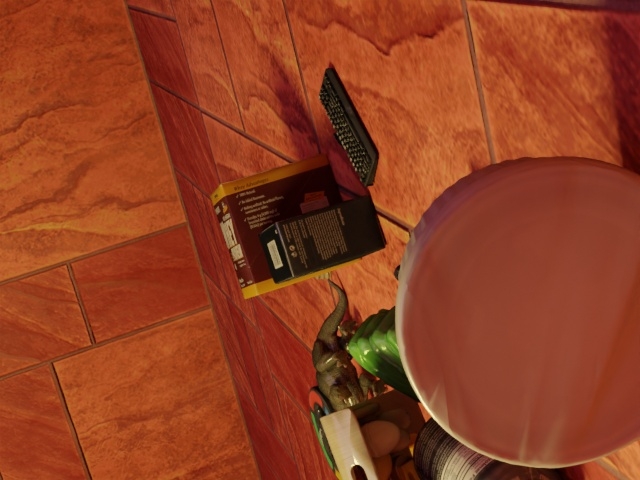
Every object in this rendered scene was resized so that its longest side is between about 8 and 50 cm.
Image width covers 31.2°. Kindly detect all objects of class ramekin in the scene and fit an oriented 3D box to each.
[{"bbox_3d":[0.191,0.050,0.999,0.127,0.273,0.272,-114,9,-74],"label":"ramekin"}]

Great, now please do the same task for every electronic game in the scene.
[{"bbox_3d":[0.024,0.425,2.487,0.229,0.048,0.229,161,90,-76],"label":"electronic game"}]

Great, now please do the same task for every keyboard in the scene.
[{"bbox_3d":[0.039,-0.165,1.745,0.108,0.023,0.180,98,151,-61],"label":"keyboard"}]

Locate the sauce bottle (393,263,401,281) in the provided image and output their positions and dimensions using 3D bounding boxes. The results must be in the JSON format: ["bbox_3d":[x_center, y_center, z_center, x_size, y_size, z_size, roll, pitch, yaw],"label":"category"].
[{"bbox_3d":[0.141,0.069,1.621,0.128,0.042,0.042,-136,30,-62],"label":"sauce bottle"}]

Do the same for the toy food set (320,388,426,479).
[{"bbox_3d":[0.113,0.321,1.600,0.219,0.092,0.306,69,-161,9],"label":"toy food set"}]

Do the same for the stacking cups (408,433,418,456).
[{"bbox_3d":[0.169,0.467,1.935,0.096,0.096,0.316,-148,38,-68],"label":"stacking cups"}]

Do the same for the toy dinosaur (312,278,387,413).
[{"bbox_3d":[0.031,0.233,2.084,0.313,0.121,0.160,66,152,5],"label":"toy dinosaur"}]

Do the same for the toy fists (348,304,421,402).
[{"bbox_3d":[0.126,0.150,1.585,0.142,0.096,0.279,31,167,-6],"label":"toy fists"}]

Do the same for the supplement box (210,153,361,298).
[{"bbox_3d":[-0.062,-0.023,1.956,0.129,0.191,0.194,155,97,-75],"label":"supplement box"}]

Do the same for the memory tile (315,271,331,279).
[{"bbox_3d":[-0.017,0.005,2.186,0.113,0.012,0.148,174,78,-75],"label":"memory tile"}]

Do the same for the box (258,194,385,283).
[{"bbox_3d":[0.000,0.000,1.819,0.156,0.158,0.093,155,97,-76],"label":"box"}]

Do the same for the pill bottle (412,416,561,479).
[{"bbox_3d":[0.221,0.308,1.446,0.246,0.131,0.130,-144,38,-67],"label":"pill bottle"}]
